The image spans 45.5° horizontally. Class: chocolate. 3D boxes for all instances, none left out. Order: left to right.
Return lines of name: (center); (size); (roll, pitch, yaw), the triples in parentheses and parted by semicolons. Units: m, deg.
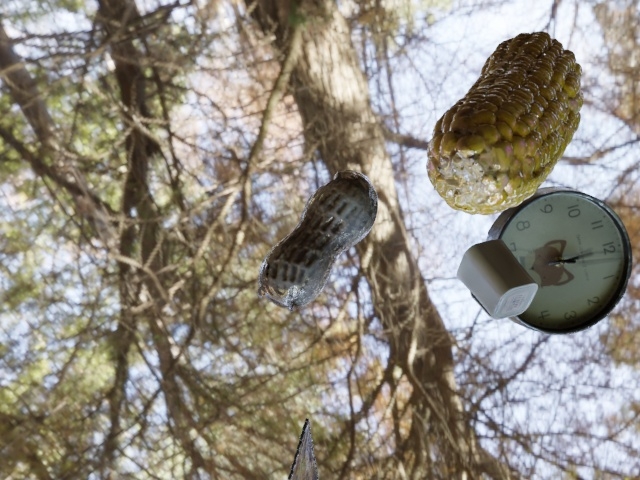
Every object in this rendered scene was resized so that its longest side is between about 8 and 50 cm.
chocolate: (0.000, 0.000, 1.148); (0.110, 0.110, 0.248); (28, -102, 36)

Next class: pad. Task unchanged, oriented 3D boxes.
pad: (-0.046, 0.516, 1.453); (0.012, 0.269, 0.269); (7, -135, 12)

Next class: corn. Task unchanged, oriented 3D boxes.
corn: (0.149, -0.096, 0.594); (0.101, 0.101, 0.292); (6, -156, 22)

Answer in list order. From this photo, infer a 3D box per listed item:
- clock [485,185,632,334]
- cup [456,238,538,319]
clock: (0.512, 0.046, 1.649); (0.325, 0.325, 0.067); (-20, -171, -4)
cup: (0.326, 0.083, 1.444); (0.095, 0.128, 0.129); (-9, -135, -25)
